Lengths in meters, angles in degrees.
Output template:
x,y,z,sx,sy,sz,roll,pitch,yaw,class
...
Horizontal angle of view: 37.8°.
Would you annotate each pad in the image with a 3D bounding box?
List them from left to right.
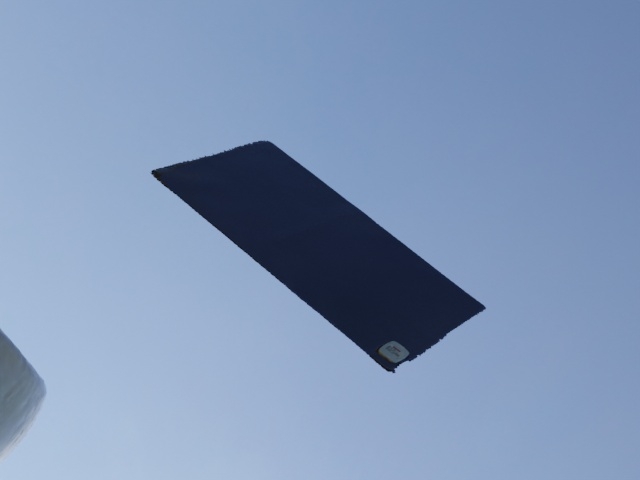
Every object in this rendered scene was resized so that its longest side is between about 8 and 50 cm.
x,y,z,sx,sy,sz,roll,pitch,yaw,class
0.000,0.000,0.564,0.193,0.116,0.004,38,-57,22,pad

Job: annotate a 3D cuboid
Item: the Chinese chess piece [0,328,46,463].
x,y,z,sx,sy,sz,roll,pitch,yaw,class
-0.354,0.045,0.678,0.338,0.338,0.140,26,-117,40,Chinese chess piece
